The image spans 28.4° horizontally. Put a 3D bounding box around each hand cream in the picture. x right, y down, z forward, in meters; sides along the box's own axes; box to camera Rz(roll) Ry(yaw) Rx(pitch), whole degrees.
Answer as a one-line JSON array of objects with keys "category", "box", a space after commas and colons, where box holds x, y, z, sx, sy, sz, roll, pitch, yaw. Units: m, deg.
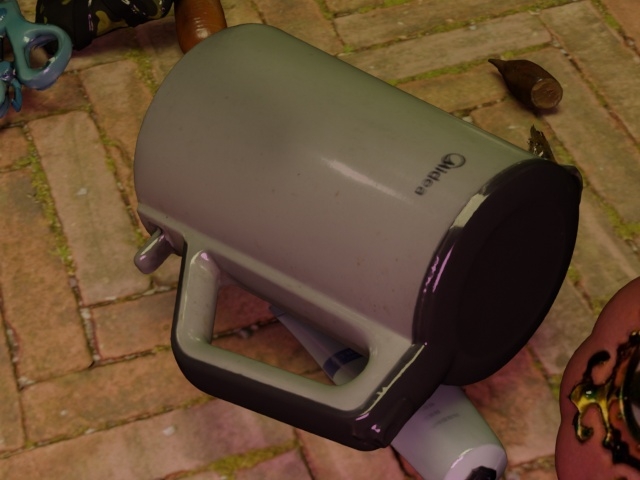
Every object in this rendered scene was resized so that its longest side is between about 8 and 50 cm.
[{"category": "hand cream", "box": [0.067, 0.132, 1.216, 0.109, 0.067, 0.321, -25, 40, -15]}]

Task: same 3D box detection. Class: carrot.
[{"category": "carrot", "box": [-0.160, -0.302, 1.656, 0.067, 0.067, 0.225, -10, 44, -3]}]

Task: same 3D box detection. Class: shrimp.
[{"category": "shrimp", "box": [0.225, -0.088, 1.422, 0.083, 0.023, 0.114, -6, 49, 6]}]

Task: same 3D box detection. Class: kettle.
[{"category": "kettle", "box": [0.000, 0.000, 1.194, 0.376, 0.250, 0.361, 28, 63, 36]}]

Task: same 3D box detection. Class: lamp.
[{"category": "lamp", "box": [0.341, 0.154, 1.012, 0.239, 0.305, 0.305, 21, 30, -37]}]

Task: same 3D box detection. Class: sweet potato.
[{"category": "sweet potato", "box": [0.237, -0.194, 1.507, 0.049, 0.049, 0.117, -28, 41, -19]}]

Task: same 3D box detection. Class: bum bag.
[{"category": "bum bag", "box": [-0.276, -0.311, 1.650, 0.232, 0.060, 0.107, -17, 66, 21]}]

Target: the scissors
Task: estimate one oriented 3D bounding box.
[{"category": "scissors", "box": [-0.425, -0.280, 1.670, 0.180, 0.032, 0.393, -29, 44, 3]}]
